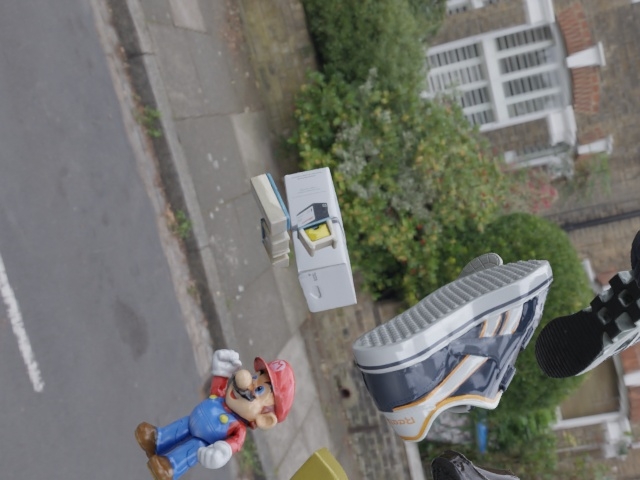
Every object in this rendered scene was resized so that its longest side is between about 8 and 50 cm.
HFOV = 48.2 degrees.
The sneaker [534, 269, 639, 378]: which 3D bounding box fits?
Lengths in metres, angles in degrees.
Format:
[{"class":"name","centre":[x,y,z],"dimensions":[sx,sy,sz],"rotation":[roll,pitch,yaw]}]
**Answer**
[{"class":"sneaker","centre":[0.558,0.169,1.371],"dimensions":[0.146,0.330,0.122],"rotation":[4,55,-31]}]

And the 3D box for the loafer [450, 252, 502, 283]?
[{"class":"loafer","centre":[0.248,0.067,1.165],"dimensions":[0.039,0.125,0.045],"rotation":[17,35,-51]}]

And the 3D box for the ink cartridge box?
[{"class":"ink cartridge box","centre":[0.000,0.000,1.881],"dimensions":[0.223,0.129,0.307],"rotation":[74,6,-56]}]

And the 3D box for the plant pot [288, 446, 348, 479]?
[{"class":"plant pot","centre":[0.002,0.398,1.160],"dimensions":[0.083,0.081,0.081],"rotation":[43,1,17]}]

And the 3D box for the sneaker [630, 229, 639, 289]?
[{"class":"sneaker","centre":[0.513,0.091,0.861],"dimensions":[0.319,0.131,0.112],"rotation":[-117,-152,-44]}]

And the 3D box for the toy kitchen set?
[{"class":"toy kitchen set","centre":[-0.051,-0.056,1.549],"dimensions":[0.207,0.166,0.122],"rotation":[94,-27,-60]}]

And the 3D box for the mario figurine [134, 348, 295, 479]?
[{"class":"mario figurine","centre":[-0.197,0.316,1.364],"dimensions":[0.198,0.321,0.170],"rotation":[58,-14,10]}]

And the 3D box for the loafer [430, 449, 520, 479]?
[{"class":"loafer","centre":[0.243,0.359,1.035],"dimensions":[0.220,0.080,0.078],"rotation":[45,65,-25]}]

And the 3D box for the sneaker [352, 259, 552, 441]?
[{"class":"sneaker","centre":[0.174,0.123,0.855],"dimensions":[0.321,0.126,0.127],"rotation":[-23,98,-36]}]
